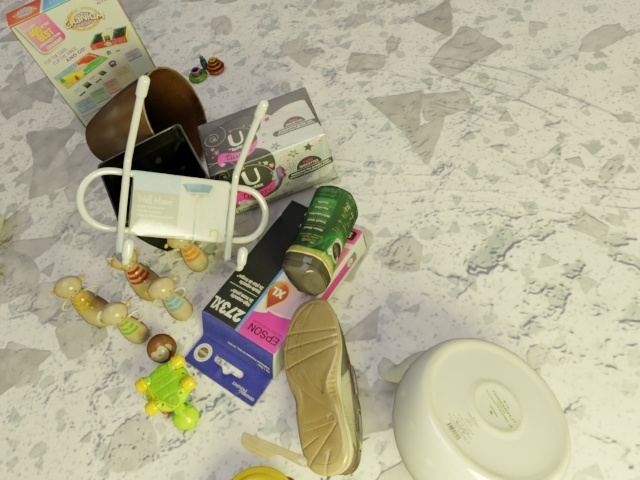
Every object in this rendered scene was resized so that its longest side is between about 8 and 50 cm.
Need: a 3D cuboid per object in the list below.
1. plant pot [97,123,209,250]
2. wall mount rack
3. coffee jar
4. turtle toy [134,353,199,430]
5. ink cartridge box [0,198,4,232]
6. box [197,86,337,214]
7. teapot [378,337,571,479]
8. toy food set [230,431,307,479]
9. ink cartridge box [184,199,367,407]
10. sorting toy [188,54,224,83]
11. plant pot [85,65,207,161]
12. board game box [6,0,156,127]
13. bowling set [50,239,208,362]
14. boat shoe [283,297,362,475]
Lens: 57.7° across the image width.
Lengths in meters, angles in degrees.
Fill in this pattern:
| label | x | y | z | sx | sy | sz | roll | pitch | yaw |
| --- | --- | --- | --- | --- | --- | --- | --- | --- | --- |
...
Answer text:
| label | x | y | z | sx | sy | sz | roll | pitch | yaw |
| --- | --- | --- | --- | --- | --- | --- | --- | --- | --- |
| plant pot | -0.313 | -0.090 | 1.196 | 0.187 | 0.167 | 0.188 | -29 | 53 | -6 |
| wall mount rack | -0.228 | -0.105 | 1.010 | 0.130 | 0.350 | 0.304 | 10 | 95 | 62 |
| coffee jar | 0.000 | 0.000 | 1.022 | 0.079 | 0.096 | 0.184 | 11 | 59 | 24 |
| turtle toy | -0.252 | 0.266 | 0.999 | 0.095 | 0.066 | 0.130 | -33 | 55 | -9 |
| ink cartridge box | -0.803 | -0.020 | 1.340 | 0.181 | 0.061 | 0.104 | -14 | 55 | 5 |
| box | -0.112 | -0.186 | 1.225 | 0.247 | 0.142 | 0.163 | -21 | 53 | 0 |
| teapot | 0.203 | 0.278 | 0.809 | 0.252 | 0.187 | 0.256 | 22 | 43 | -3 |
| toy food set | -0.083 | 0.410 | 0.854 | 0.128 | 0.071 | 0.218 | 5 | 62 | 23 |
| ink cartridge box | -0.085 | 0.102 | 1.074 | 0.176 | 0.069 | 0.371 | 25 | 68 | 27 |
| sorting toy | -0.304 | -0.455 | 1.520 | 0.102 | 0.042 | 0.061 | -22 | 54 | 0 |
| plant pot | -0.416 | -0.257 | 1.335 | 0.230 | 0.215 | 0.215 | -12 | 53 | 26 |
| board game box | -0.552 | -0.453 | 1.415 | 0.242 | 0.316 | 0.064 | -28 | 54 | -6 |
| bowling set | -0.317 | 0.110 | 1.068 | 0.287 | 0.154 | 0.200 | -32 | 54 | -8 |
| boat shoe | 0.010 | 0.234 | 0.938 | 0.103 | 0.092 | 0.285 | -21 | 55 | 16 |
